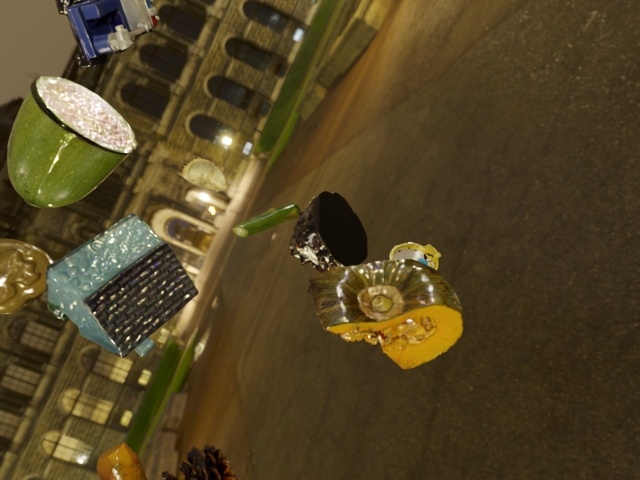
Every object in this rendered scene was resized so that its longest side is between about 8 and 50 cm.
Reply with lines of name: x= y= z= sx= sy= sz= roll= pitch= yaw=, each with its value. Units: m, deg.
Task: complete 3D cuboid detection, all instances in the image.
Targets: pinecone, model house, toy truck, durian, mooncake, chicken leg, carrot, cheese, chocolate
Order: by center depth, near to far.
durian: x=-0.246 y=-0.143 z=1.190 sx=0.066 sy=0.130 sz=0.052 roll=50 pitch=116 yaw=38
toy truck: x=-0.447 y=-0.477 z=1.215 sx=0.213 sy=0.177 sz=0.161 roll=-68 pitch=-29 yaw=-51
chocolate: x=0.000 y=0.000 z=1.533 sx=0.177 sy=0.206 sz=0.224 roll=-27 pitch=46 yaw=34
carrot: x=-0.523 y=0.720 z=1.566 sx=0.114 sy=0.301 sz=0.114 roll=-23 pitch=2 yaw=1
model house: x=-0.558 y=0.159 z=1.679 sx=0.360 sy=0.339 sz=0.297 roll=-43 pitch=-9 yaw=-41
chicken leg: x=0.015 y=0.093 z=1.703 sx=0.253 sy=0.106 sz=0.051 roll=-74 pitch=-17 yaw=-65
mooncake: x=-0.950 y=0.097 z=1.706 sx=0.234 sy=0.235 sz=0.117 roll=-67 pitch=17 yaw=-6
cheese: x=0.264 y=0.075 z=1.744 sx=0.250 sy=0.156 sz=0.064 roll=-28 pitch=28 yaw=46
pinecone: x=-0.407 y=0.789 z=1.790 sx=0.292 sy=0.246 sz=0.246 roll=-7 pitch=-46 yaw=-48

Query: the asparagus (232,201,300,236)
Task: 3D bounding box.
asparagus: x=-0.189 y=-0.072 z=2.017 sx=0.060 sy=0.278 sz=0.067 roll=12 pitch=121 yaw=49

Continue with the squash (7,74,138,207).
squash: x=-0.726 y=-0.244 z=1.568 sx=0.309 sy=0.310 sz=0.310 roll=-45 pitch=17 yaw=19

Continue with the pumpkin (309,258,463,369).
pumpkin: x=0.115 y=0.142 z=1.031 sx=0.190 sy=0.281 sz=0.139 roll=97 pitch=161 yaw=-44
